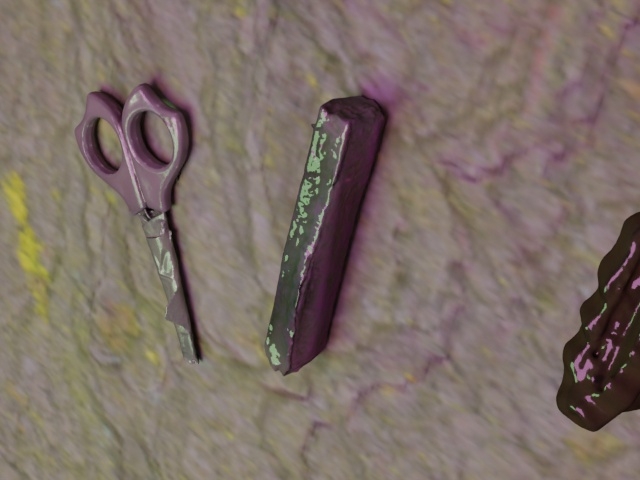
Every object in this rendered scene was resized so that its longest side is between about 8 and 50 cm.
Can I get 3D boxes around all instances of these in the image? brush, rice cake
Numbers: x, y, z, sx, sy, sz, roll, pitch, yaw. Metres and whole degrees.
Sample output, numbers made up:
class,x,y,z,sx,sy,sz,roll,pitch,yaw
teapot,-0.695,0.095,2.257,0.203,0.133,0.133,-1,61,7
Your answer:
class,x,y,z,sx,sy,sz,roll,pitch,yaw
brush,0.209,-0.025,0.927,0.071,0.084,0.301,34,120,26
rice cake,0.000,0.000,1.128,0.036,0.047,0.207,41,129,39

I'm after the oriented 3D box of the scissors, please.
class,x,y,z,sx,sy,sz,roll,pitch,yaw
scissors,-0.121,-0.008,1.239,0.110,0.021,0.212,-2,105,42
